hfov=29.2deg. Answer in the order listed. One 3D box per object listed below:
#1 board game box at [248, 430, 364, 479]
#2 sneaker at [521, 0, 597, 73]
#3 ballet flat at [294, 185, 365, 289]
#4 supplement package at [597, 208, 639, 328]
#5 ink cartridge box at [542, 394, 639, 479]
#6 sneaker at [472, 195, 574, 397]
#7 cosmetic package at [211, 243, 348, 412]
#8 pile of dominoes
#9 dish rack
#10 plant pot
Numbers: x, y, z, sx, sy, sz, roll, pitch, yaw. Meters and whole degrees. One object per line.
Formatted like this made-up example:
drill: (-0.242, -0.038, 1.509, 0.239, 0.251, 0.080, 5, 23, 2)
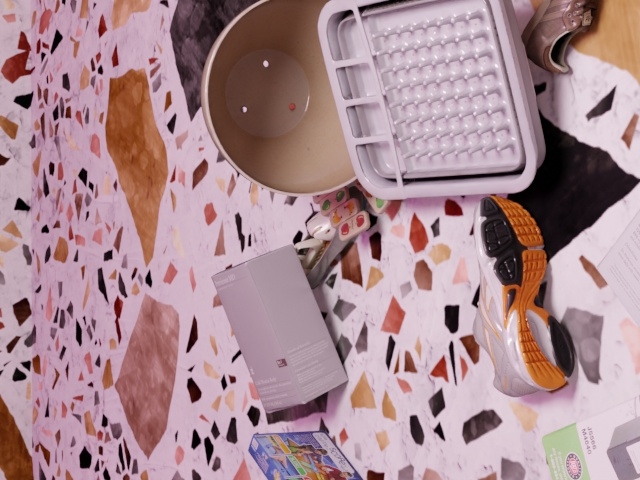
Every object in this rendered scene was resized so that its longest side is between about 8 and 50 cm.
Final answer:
board game box: (-0.006, 0.361, 1.848, 0.201, 0.136, 0.035, 47, 126, 49)
sneaker: (0.310, -0.289, 1.481, 0.071, 0.066, 0.188, 45, 132, 29)
ballet flat: (0.000, 0.000, 1.922, 0.213, 0.068, 0.072, -59, 41, 36)
supplement package: (0.437, 0.003, 1.124, 0.262, 0.198, 0.199, -62, 40, 35)
ink cartridge box: (0.380, 0.256, 1.274, 0.273, 0.115, 0.198, -39, 56, 49)
sneaker: (0.225, 0.074, 1.548, 0.121, 0.099, 0.262, -41, 54, 54)
cosmetic package: (-0.066, 0.137, 1.925, 0.127, 0.107, 0.238, -25, 90, 55)
pile of dominoes: (0.037, -0.130, 1.855, 0.196, 0.040, 0.251, -53, 44, 20)
dish rack: (0.151, -0.200, 1.608, 0.333, 0.072, 0.285, 0, 109, 51)
plant pot: (-0.053, -0.214, 1.790, 0.191, 0.284, 0.284, -159, 74, -69)
